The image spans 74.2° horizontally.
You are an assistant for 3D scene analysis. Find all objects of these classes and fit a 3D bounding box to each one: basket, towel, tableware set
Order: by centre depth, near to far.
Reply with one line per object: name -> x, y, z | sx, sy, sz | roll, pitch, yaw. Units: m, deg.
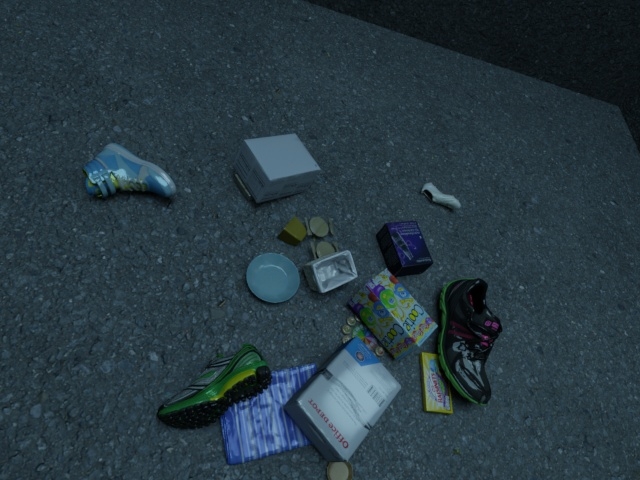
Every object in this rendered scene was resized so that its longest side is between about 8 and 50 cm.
towel -> -0.143, 0.527, 1.317 | 0.336, 0.040, 0.243 | -5, 64, -22
basket -> 0.033, 0.113, 1.564 | 0.167, 0.103, 0.113 | -21, 96, -27
tableware set -> 0.000, 0.000, 1.675 | 0.128, 0.039, 0.194 | -1, 67, -33

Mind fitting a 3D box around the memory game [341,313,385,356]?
memory game -> 0.162, 0.350, 1.542 | 0.186, 0.012, 0.186 | 9, 58, -15

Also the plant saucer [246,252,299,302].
plant saucer -> -0.173, 0.139, 1.532 | 0.195, 0.037, 0.195 | 9, 60, -15

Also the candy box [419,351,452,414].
candy box -> 0.415, 0.513, 1.528 | 0.105, 0.027, 0.206 | 10, 58, -12

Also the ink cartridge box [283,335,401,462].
ink cartridge box -> 0.072, 0.493, 1.333 | 0.223, 0.129, 0.307 | 49, 52, 4

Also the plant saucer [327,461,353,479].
plant saucer -> 0.058, 0.709, 1.295 | 0.083, 0.015, 0.083 | 9, 58, -14

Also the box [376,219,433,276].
box -> 0.341, 0.034, 1.732 | 0.153, 0.108, 0.207 | -7, 63, -23

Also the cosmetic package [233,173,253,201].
cosmetic package -> -0.293, -0.219, 1.696 | 0.060, 0.041, 0.115 | -28, 73, -31

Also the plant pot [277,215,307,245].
plant pot -> -0.103, -0.029, 1.633 | 0.083, 0.081, 0.081 | 40, 56, -7

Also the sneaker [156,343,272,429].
sneaker -> -0.312, 0.429, 1.238 | 0.343, 0.134, 0.146 | -27, 45, -7

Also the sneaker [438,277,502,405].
sneaker -> 0.556, 0.347, 1.555 | 0.185, 0.202, 0.483 | 21, 55, -29

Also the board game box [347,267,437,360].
board game box -> 0.257, 0.266, 1.532 | 0.275, 0.144, 0.142 | 49, 46, 12

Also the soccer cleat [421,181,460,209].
soccer cleat -> 0.556, -0.195, 1.970 | 0.196, 0.068, 0.076 | 36, 61, 12

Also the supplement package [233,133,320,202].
supplement package -> -0.174, -0.294, 1.690 | 0.262, 0.145, 0.204 | -20, 69, -41

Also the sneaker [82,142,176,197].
sneaker -> -0.690, -0.199, 1.498 | 0.319, 0.127, 0.208 | 28, 53, 9
